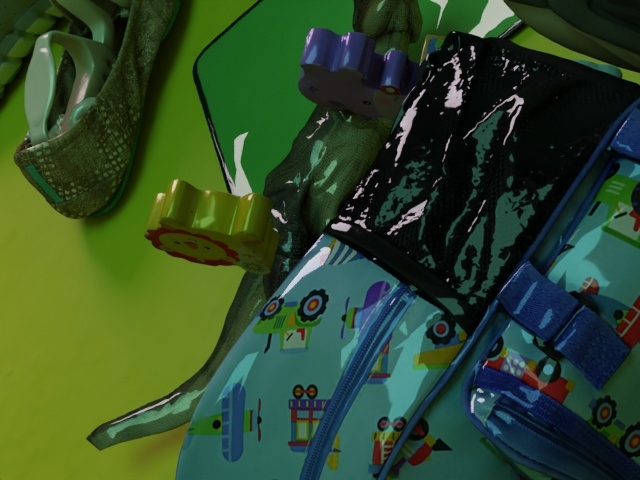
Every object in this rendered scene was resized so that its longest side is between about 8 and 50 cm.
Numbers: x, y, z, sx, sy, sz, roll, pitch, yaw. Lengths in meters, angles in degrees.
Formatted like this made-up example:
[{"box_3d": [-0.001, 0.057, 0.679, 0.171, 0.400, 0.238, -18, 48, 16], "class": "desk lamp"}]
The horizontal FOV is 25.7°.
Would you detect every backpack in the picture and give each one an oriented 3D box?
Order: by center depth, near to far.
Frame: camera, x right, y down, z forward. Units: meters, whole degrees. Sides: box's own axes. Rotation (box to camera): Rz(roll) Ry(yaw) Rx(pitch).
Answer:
[{"box_3d": [0.054, 0.054, 0.387, 0.173, 0.158, 0.117, -52, 40, -9], "class": "backpack"}]

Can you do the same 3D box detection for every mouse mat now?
[{"box_3d": [0.016, -0.104, 0.700, 0.189, 0.007, 0.153, -37, 43, 17], "class": "mouse mat"}]

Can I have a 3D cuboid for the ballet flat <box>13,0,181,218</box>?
[{"box_3d": [-0.125, -0.112, 0.791, 0.073, 0.067, 0.206, -17, 52, 35], "class": "ballet flat"}]

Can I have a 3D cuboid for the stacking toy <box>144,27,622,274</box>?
[{"box_3d": [0.057, -0.055, 0.546, 0.221, 0.052, 0.167, 11, 70, 12], "class": "stacking toy"}]

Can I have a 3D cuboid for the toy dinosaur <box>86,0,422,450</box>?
[{"box_3d": [0.000, 0.000, 0.607, 0.268, 0.064, 0.118, -59, 37, -1], "class": "toy dinosaur"}]

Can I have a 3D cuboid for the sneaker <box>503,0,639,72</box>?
[{"box_3d": [0.133, -0.093, 0.439, 0.121, 0.262, 0.099, -5, 97, 53], "class": "sneaker"}]

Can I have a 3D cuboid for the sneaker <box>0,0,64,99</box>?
[{"box_3d": [-0.233, -0.163, 0.878, 0.229, 0.132, 0.086, -45, 41, 9], "class": "sneaker"}]
